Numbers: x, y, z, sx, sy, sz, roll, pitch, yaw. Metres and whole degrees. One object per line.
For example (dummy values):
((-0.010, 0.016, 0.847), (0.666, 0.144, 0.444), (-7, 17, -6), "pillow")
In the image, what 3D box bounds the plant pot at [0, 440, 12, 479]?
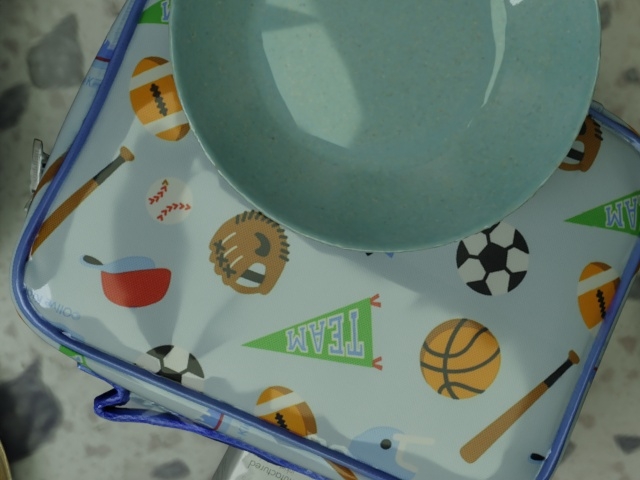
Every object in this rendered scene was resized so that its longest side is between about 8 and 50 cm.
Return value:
((-0.285, 0.143, 0.872), (0.236, 0.032, 0.236), (0, 103, -1), "plant pot")

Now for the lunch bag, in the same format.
((0.000, 0.000, 0.787), (0.303, 0.115, 0.243), (24, 88, -6), "lunch bag")

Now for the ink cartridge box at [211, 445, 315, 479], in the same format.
((-0.027, 0.187, 0.874), (0.104, 0.060, 0.180), (25, 101, -8), "ink cartridge box")

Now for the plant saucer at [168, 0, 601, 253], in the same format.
((0.028, -0.091, 0.712), (0.195, 0.037, 0.195), (0, 92, -7), "plant saucer")
